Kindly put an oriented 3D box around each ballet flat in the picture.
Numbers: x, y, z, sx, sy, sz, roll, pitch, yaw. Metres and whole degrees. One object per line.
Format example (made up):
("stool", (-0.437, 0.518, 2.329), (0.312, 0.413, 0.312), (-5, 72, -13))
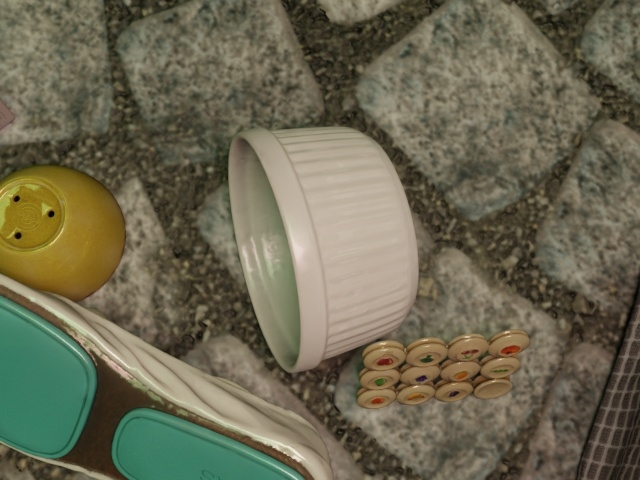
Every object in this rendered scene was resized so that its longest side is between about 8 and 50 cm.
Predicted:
("ballet flat", (-0.171, 0.131, 0.709), (0.400, 0.139, 0.139), (26, 79, 2))

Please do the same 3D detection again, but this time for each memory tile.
("memory tile", (0.106, 0.117, 0.736), (0.147, 0.113, 0.012), (-5, 53, -7))

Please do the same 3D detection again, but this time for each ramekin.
("ramekin", (0.000, 0.000, 0.708), (0.109, 0.207, 0.207), (-12, 80, -17))

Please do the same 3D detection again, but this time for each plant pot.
("plant pot", (-0.250, -0.013, 0.743), (0.134, 0.095, 0.134), (1, 79, -3))

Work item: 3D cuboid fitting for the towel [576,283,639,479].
("towel", (0.323, 0.127, 0.686), (0.121, 0.235, 0.284), (23, 78, 7))

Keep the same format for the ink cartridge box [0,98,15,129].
("ink cartridge box", (-0.393, -0.104, 0.768), (0.180, 0.060, 0.104), (-41, 85, -10))
